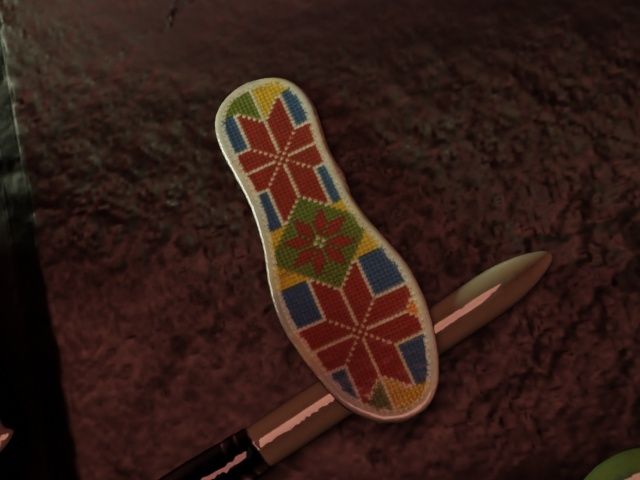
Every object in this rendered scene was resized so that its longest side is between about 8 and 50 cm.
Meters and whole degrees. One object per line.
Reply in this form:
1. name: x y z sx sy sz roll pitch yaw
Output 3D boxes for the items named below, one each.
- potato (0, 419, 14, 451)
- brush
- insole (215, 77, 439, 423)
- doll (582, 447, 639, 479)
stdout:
1. potato: -0.277 0.038 0.512 0.211 0.264 0.189 1 88 19
2. brush: -0.019 0.088 0.607 0.299 0.042 0.039 -34 35 1
3. insole: 0.000 0.000 0.621 0.065 0.006 0.193 -25 65 0
4. doll: 0.171 0.224 0.470 0.199 0.186 0.321 -14 73 8
